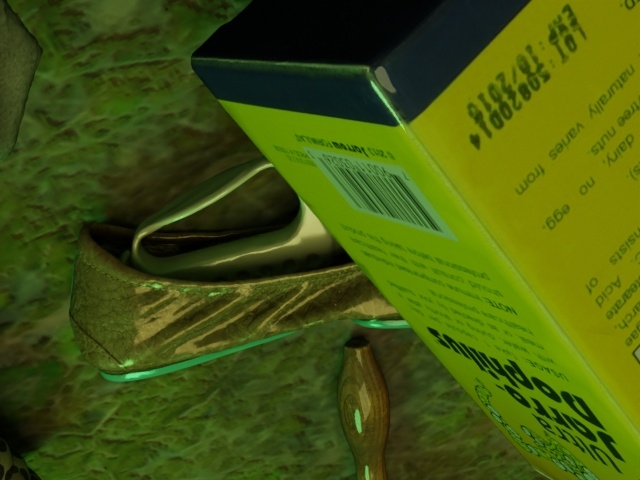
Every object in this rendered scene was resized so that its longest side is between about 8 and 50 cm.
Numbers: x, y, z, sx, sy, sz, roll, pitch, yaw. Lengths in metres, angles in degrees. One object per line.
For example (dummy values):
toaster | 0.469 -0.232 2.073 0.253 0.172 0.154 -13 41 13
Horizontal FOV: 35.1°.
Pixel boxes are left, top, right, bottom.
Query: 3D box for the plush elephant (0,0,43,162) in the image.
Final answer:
plush elephant | -0.199 -0.169 0.348 0.329 0.272 0.255 4 159 22

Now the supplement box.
supplement box | 0.140 -0.021 0.519 0.194 0.195 0.356 -46 116 -11

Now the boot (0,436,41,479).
boot | -0.394 0.155 0.650 0.377 0.138 0.284 -31 119 0

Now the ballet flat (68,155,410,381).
ballet flat | 0.000 0.000 0.658 0.342 0.116 0.124 -10 112 0

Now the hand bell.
hand bell | 0.040 0.191 0.776 0.126 0.126 0.242 -9 107 -6
